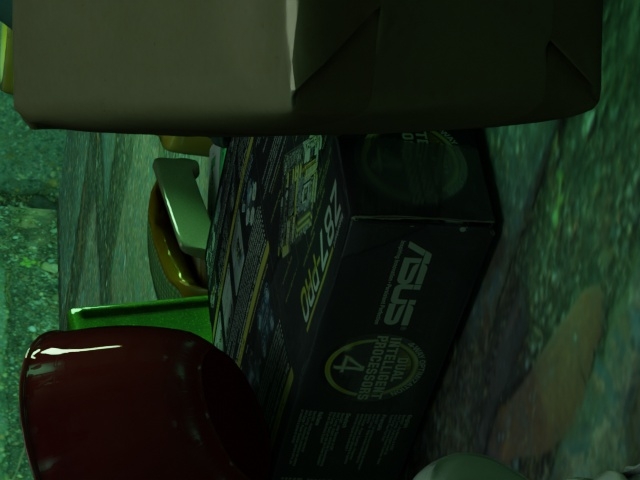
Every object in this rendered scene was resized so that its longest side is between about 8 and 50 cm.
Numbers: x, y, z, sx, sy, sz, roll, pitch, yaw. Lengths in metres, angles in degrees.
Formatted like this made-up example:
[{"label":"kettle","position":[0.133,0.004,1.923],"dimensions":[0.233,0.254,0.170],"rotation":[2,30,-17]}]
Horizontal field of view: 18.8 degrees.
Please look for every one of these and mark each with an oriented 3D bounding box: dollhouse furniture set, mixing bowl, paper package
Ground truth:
[{"label":"dollhouse furniture set","position":[-0.150,0.088,1.668],"dimensions":[0.301,0.151,0.197],"rotation":[-113,20,-49]},{"label":"mixing bowl","position":[-0.093,0.121,1.174],"dimensions":[0.181,0.098,0.181],"rotation":[56,-161,-31]},{"label":"paper package","position":[-0.021,-0.205,0.957],"dimensions":[0.325,0.168,0.309],"rotation":[6,97,59]}]

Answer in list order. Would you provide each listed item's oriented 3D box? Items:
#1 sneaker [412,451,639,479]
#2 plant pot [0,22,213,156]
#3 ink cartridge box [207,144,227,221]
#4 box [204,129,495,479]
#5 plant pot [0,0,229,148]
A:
[{"label":"sneaker","position":[0.116,0.137,0.736],"dimensions":[0.305,0.114,0.152],"rotation":[-129,58,-66]},{"label":"plant pot","position":[-0.174,-0.209,1.804],"dimensions":[0.254,0.239,0.254],"rotation":[-177,90,-79]},{"label":"ink cartridge box","position":[-0.064,0.012,1.670],"dimensions":[0.181,0.056,0.225],"rotation":[146,128,-75]},{"label":"box","position":[0.000,0.000,1.274],"dimensions":[0.395,0.097,0.318],"rotation":[106,164,-46]},{"label":"plant pot","position":[-0.143,-0.239,1.432],"dimensions":[0.271,0.255,0.272],"rotation":[20,-90,-86]}]
